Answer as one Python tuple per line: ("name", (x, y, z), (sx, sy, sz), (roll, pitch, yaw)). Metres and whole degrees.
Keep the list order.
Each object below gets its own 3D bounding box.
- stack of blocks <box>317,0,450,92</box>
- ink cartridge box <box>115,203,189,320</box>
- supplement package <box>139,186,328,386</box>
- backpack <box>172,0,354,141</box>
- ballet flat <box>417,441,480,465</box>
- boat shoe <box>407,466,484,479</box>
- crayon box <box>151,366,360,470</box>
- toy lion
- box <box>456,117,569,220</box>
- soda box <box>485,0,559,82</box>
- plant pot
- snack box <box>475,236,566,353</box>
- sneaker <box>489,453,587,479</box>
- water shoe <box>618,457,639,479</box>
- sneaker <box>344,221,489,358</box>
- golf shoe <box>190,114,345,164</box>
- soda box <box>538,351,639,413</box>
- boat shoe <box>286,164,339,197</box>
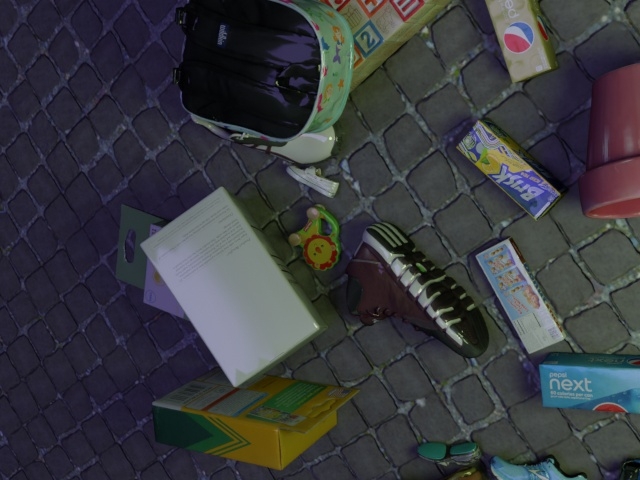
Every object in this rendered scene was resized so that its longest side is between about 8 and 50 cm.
("stack of blocks", (0.057, -0.368, 1.341), (0.297, 0.087, 0.171), (-39, 81, 31))
("ink cartridge box", (-0.326, 0.041, 1.673), (0.235, 0.056, 0.171), (18, 110, 23))
("supplement package", (-0.144, 0.083, 1.475), (0.177, 0.175, 0.293), (-35, 82, 2))
("backpack", (-0.071, -0.267, 1.273), (0.253, 0.191, 0.225), (23, 116, 31))
("ballet flat", (0.221, 0.369, 1.446), (0.114, 0.041, 0.041), (-11, 96, 32))
("boat shoe", (0.155, 0.468, 1.473), (0.307, 0.110, 0.104), (-22, 86, 22))
("crayon box", (-0.114, 0.317, 1.525), (0.323, 0.203, 0.083), (3, 103, 29))
("toy lion", (0.000, 0.000, 1.493), (0.096, 0.034, 0.100), (39, 117, 9))
("box", (0.292, -0.110, 1.286), (0.169, 0.054, 0.059), (45, 119, 13))
("soda box", (0.288, -0.326, 1.237), (0.061, 0.058, 0.181), (-18, 93, 32))
("plant pot", (0.441, -0.135, 1.127), (0.201, 0.201, 0.180), (-10, 81, 31))
("snack box", (0.316, 0.087, 1.335), (0.064, 0.022, 0.178), (-30, 86, 32))
("sneaker", (0.355, 0.376, 1.368), (0.162, 0.063, 0.073), (15, 91, 22))
("water shoe", (0.490, 0.358, 1.268), (0.080, 0.073, 0.203), (44, 118, 17))
("sneaker", (0.144, 0.115, 1.404), (0.281, 0.106, 0.162), (51, 126, 23))
("golf shoe", (-0.094, -0.187, 1.451), (0.272, 0.120, 0.105), (15, 106, 25))
("soda box", (0.441, 0.213, 1.266), (0.210, 0.067, 0.071), (-2, 100, 31))
("boat shoe", (-0.012, -0.112, 1.471), (0.100, 0.035, 0.035), (31, 106, 18))
